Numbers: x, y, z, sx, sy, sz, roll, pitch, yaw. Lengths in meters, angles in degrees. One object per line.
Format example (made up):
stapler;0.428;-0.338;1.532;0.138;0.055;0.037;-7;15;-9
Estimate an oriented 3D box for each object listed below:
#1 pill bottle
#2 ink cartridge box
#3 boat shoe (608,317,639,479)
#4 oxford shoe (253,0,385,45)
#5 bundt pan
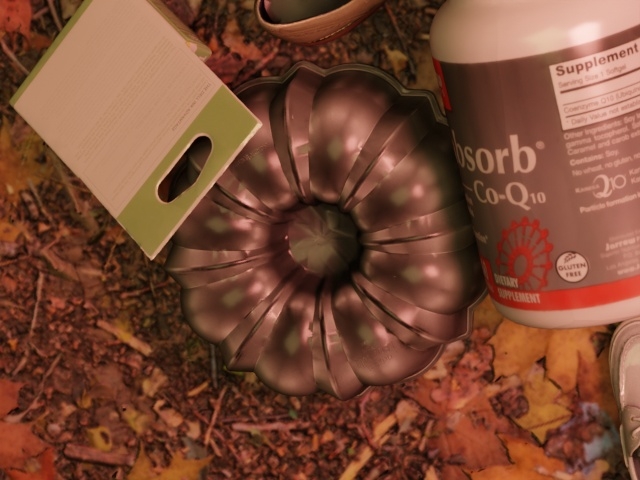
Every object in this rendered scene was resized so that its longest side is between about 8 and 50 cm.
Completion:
pill bottle;0.211;-0.124;1.715;0.210;0.210;0.363;-12;106;12
ink cartridge box;-0.164;-0.117;1.844;0.235;0.056;0.171;46;105;23
boat shoe;0.318;0.182;1.839;0.079;0.081;0.228;-11;98;12
oxford shoe;0.082;-0.293;1.770;0.348;0.130;0.123;-43;89;14
bundt pan;0.000;0.000;1.845;0.330;0.124;0.331;2;100;11
